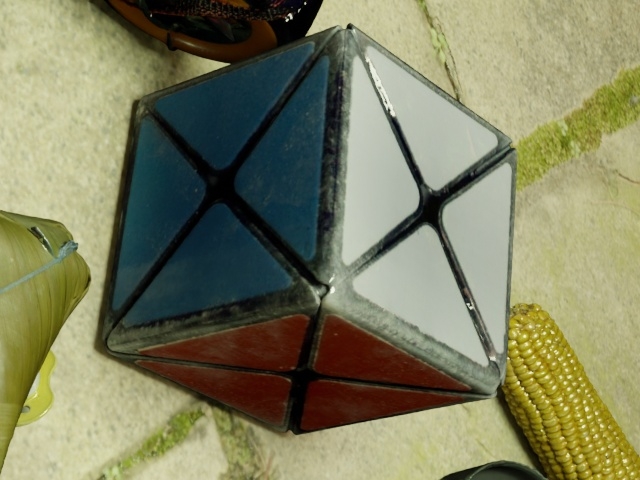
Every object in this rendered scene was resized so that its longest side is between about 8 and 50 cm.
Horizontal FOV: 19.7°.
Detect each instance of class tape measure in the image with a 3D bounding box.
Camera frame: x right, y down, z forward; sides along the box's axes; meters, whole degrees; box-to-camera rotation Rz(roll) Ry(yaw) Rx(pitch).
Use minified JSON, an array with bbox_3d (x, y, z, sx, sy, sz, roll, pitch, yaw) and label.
[{"bbox_3d":[-0.100,-0.232,1.553,0.202,0.223,0.135,38,69,-42],"label":"tape measure"}]

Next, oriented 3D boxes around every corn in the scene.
[{"bbox_3d":[0.257,0.188,1.962,0.293,0.106,0.106,58,42,-17],"label":"corn"}]

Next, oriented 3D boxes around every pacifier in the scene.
[{"bbox_3d":[-0.236,0.117,1.419,0.064,0.068,0.083,84,1,-48],"label":"pacifier"}]

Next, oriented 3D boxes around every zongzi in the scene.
[{"bbox_3d":[-0.224,0.089,1.325,0.228,0.115,0.256,18,49,-68],"label":"zongzi"}]

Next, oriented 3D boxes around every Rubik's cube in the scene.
[{"bbox_3d":[0.000,0.000,1.570,0.255,0.259,0.260,30,58,-44],"label":"Rubik's cube"}]

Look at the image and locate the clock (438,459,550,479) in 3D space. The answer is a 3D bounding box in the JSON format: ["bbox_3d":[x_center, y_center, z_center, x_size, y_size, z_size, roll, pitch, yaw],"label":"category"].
[{"bbox_3d":[0.179,0.359,1.842,0.281,0.055,0.280,19,65,-46],"label":"clock"}]
